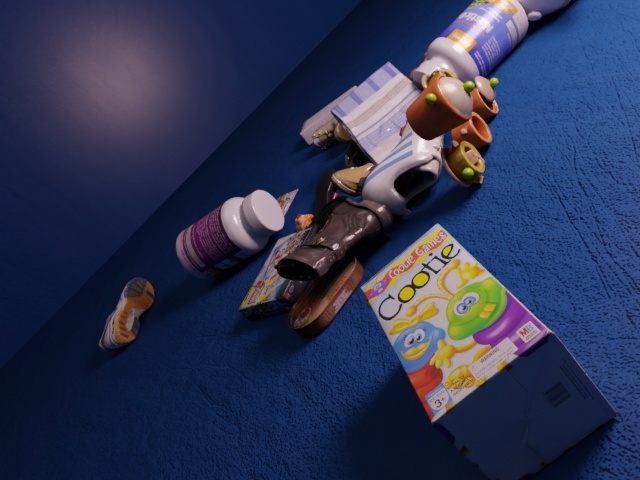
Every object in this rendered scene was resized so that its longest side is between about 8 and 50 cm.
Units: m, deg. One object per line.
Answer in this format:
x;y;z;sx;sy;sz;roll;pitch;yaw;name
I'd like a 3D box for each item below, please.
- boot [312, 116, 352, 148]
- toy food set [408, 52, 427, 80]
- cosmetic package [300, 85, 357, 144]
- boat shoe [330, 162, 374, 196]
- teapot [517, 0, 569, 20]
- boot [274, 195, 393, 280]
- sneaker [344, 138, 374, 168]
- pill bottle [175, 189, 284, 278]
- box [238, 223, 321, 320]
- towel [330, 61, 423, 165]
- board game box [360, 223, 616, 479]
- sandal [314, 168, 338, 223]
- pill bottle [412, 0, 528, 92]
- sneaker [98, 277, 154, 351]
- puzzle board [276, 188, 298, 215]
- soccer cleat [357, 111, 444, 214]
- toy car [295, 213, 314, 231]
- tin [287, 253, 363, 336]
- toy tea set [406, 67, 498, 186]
0.043;-0.340;1.677;0.165;0.077;0.213;-26;24;32;boot
0.308;-0.480;1.499;0.128;0.071;0.217;-20;33;42;toy food set
0.042;-0.439;1.862;0.239;0.060;0.098;-30;29;28;cosmetic package
0.091;-0.142;1.167;0.072;0.068;0.190;-47;-17;25;boat shoe
0.520;-0.622;1.269;0.253;0.256;0.186;8;92;35;teapot
0.000;0.000;1.074;0.229;0.091;0.263;-35;15;-24;boot
0.167;-0.281;1.396;0.267;0.101;0.106;-48;-4;1;sneaker
-0.252;-0.018;1.488;0.302;0.169;0.169;-29;27;30;pill bottle
-0.080;0.072;1.222;0.159;0.044;0.233;-19;33;43;box
0.167;-0.306;1.307;0.209;0.034;0.285;-39;56;8;towel
0.173;0.118;0.626;0.142;0.144;0.275;-41;23;8;board game box
0.019;-0.113;1.394;0.067;0.040;0.179;-29;41;42;sandal
0.359;-0.463;1.291;0.272;0.152;0.152;-45;24;-5;pill bottle
-0.656;0.241;1.762;0.131;0.112;0.296;-33;25;23;sneaker
-0.124;-0.105;1.627;0.096;0.011;0.128;-22;32;39;puzzle board
0.218;-0.183;1.119;0.143;0.116;0.331;21;70;45;soccer cleat
-0.032;-0.044;1.345;0.060;0.040;0.122;-46;23;-7;toy car
0.012;0.106;1.032;0.189;0.040;0.106;-51;21;-18;tin
0.287;-0.262;1.021;0.124;0.200;0.336;-35;18;40;toy tea set
